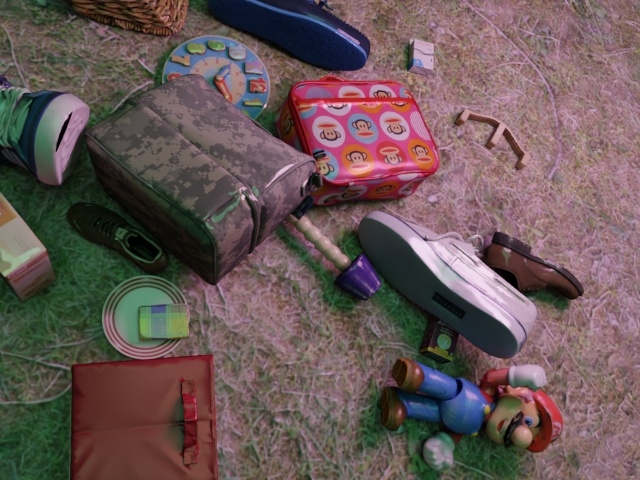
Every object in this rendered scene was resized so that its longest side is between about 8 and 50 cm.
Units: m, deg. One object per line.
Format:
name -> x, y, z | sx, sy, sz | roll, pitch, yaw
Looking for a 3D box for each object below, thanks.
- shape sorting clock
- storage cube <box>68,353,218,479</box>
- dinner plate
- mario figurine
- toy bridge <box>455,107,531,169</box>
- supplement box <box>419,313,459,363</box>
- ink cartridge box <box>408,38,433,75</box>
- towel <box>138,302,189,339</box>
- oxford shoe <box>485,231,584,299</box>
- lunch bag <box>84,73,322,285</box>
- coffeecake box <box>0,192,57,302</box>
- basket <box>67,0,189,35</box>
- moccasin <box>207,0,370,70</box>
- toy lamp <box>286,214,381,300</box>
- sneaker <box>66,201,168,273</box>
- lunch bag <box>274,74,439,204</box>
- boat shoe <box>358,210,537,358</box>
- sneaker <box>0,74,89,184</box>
shape sorting clock -> -0.197, -0.303, 1.206 | 0.206, 0.040, 0.206 | 5, 72, -17
storage cube -> -0.250, 0.273, 0.924 | 0.193, 0.215, 0.184 | -2, 75, -12
dinner plate -> -0.291, 0.128, 1.056 | 0.141, 0.017, 0.141 | 5, 73, -16
mario figurine -> 0.279, 0.305, 1.097 | 0.320, 0.198, 0.170 | 13, 57, -10
toy bridge -> 0.385, -0.230, 1.381 | 0.188, 0.026, 0.063 | 34, 65, -6
supplement box -> 0.228, 0.183, 1.193 | 0.054, 0.043, 0.083 | 24, 67, -8
ink cartridge box -> 0.220, -0.408, 1.381 | 0.048, 0.028, 0.083 | 10, 70, -15
towel -> -0.259, 0.136, 1.050 | 0.083, 0.009, 0.060 | -1, 75, -18
oxford shoe -> 0.430, 0.074, 1.284 | 0.227, 0.083, 0.096 | 27, 87, -8
lunch bag -> -0.183, -0.116, 1.035 | 0.305, 0.213, 0.256 | 38, 66, 13
coffeecake box -> -0.472, 0.003, 0.943 | 0.068, 0.185, 0.142 | -39, 88, -24
basket -> -0.382, -0.557, 1.197 | 0.213, 0.223, 0.299 | -3, 71, 16
moccasin -> -0.050, -0.458, 1.252 | 0.341, 0.138, 0.117 | 24, 63, -11
toy lamp -> 0.000, 0.000, 1.157 | 0.274, 0.080, 0.080 | 44, 66, -2
sneaker -> -0.335, -0.014, 1.055 | 0.188, 0.071, 0.066 | 30, 67, -8
lunch bag -> 0.065, -0.206, 1.211 | 0.293, 0.120, 0.258 | -9, 69, -29
boat shoe -> 0.247, 0.047, 1.175 | 0.367, 0.136, 0.156 | 37, 52, 17
sneaker -> -0.476, -0.181, 0.929 | 0.236, 0.323, 0.130 | 22, 86, -18
